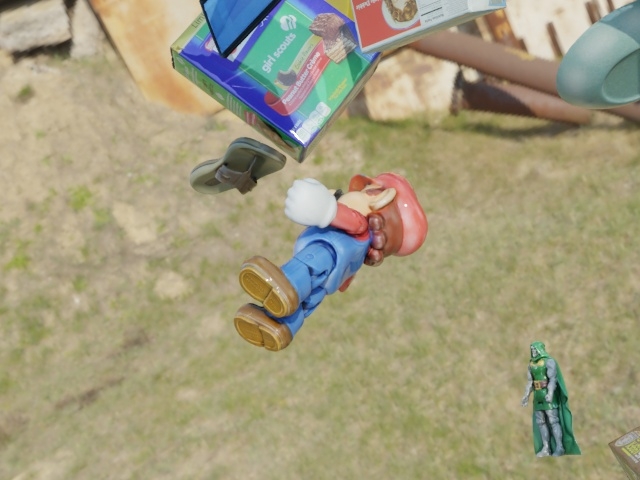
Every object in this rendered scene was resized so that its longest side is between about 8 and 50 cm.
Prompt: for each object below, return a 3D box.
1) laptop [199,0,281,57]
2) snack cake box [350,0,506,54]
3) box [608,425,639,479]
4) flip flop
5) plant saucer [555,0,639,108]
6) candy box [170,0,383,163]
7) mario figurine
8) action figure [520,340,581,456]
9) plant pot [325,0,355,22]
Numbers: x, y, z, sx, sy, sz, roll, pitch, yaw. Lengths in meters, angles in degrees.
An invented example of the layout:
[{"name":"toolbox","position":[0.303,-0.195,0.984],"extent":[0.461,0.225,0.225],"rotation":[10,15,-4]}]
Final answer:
[{"name":"laptop","position":[-0.142,-0.441,1.303],"extent":[0.234,0.264,0.137],"rotation":[-41,11,22]},{"name":"snack cake box","position":[0.162,-0.409,1.485],"extent":[0.089,0.152,0.264],"rotation":[-17,6,-36]},{"name":"box","position":[0.513,0.404,1.267],"extent":[0.060,0.270,0.216],"rotation":[-31,-2,5]},{"name":"flip flop","position":[-0.166,-0.125,1.780],"extent":[0.277,0.112,0.080],"rotation":[-18,53,47]},{"name":"plant saucer","position":[0.396,-0.223,1.163],"extent":[0.194,0.195,0.037],"rotation":[-25,57,8]},{"name":"candy box","position":[-0.082,-0.351,1.761],"extent":[0.268,0.317,0.122],"rotation":[-53,-4,-15]},{"name":"mario figurine","position":[0.000,0.000,1.197],"extent":[0.320,0.170,0.198],"rotation":[-37,7,-40]},{"name":"action figure","position":[0.457,0.321,1.871],"extent":[0.063,0.232,0.137],"rotation":[2,-14,-31]},{"name":"plant pot","position":[0.057,-0.562,2.058],"extent":[0.212,0.212,0.187],"rotation":[-20,37,-36]}]
